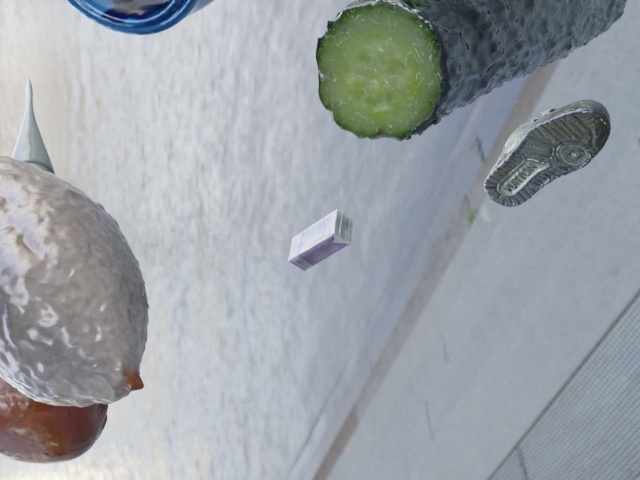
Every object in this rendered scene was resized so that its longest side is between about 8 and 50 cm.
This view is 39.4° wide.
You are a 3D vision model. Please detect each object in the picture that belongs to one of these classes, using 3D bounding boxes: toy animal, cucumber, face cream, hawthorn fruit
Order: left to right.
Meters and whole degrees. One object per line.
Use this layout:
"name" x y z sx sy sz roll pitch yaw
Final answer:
"hawthorn fruit" -0.372 0.196 1.132 0.179 0.200 0.179 177 90 -70
"face cream" -0.447 -0.143 1.383 0.114 0.070 0.224 109 155 -44
"toy animal" -0.282 0.050 0.925 0.358 0.188 0.227 46 157 33
"cucumber" 0.099 -0.116 0.464 0.067 0.293 0.068 15 117 30

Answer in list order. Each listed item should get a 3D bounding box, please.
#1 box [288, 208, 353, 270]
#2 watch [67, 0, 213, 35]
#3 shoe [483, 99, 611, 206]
"box" 0.000 0.000 1.370 0.117 0.036 0.051 -34 38 42
"watch" -0.203 -0.372 0.902 0.305 0.241 0.274 39 134 5
"shoe" 0.391 -0.178 1.519 0.149 0.109 0.293 -59 8 -35
